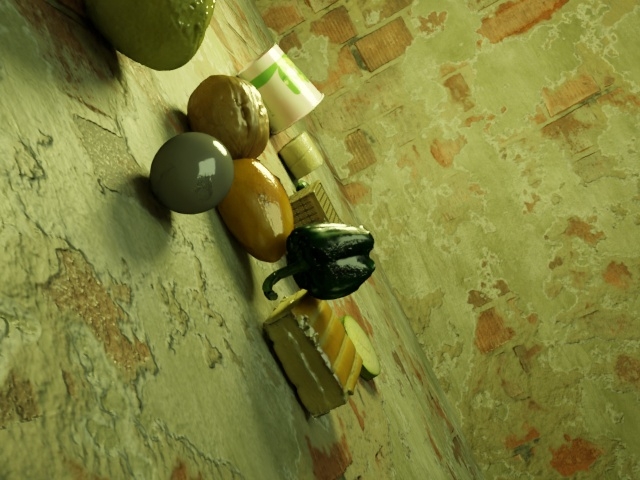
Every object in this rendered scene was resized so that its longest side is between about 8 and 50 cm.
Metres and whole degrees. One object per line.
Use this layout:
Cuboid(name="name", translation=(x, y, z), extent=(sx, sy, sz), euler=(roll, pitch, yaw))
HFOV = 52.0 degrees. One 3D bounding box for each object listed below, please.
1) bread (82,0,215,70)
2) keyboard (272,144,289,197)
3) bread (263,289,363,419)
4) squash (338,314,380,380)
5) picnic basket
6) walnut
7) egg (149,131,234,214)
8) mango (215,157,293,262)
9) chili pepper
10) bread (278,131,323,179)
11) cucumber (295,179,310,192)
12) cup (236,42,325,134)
Cuboid(name="bread", translation=(-0.320, -0.501, 1.308), extent=(0.237, 0.320, 0.320), euler=(26, 31, -32))
Cuboid(name="keyboard", translation=(-0.113, -0.142, 2.150), extent=(0.103, 0.041, 0.381), euler=(23, 47, -75))
Cuboid(name="bread", translation=(-0.017, 0.235, 1.451), extent=(0.239, 0.111, 0.246), euler=(58, 14, -6))
Cuboid(name="squash", translation=(0.114, 0.333, 2.051), extent=(0.219, 0.041, 0.219), euler=(54, 15, -21))
Cuboid(name="picnic basket", translation=(0.000, 0.000, 1.932), extent=(0.313, 0.175, 0.228), euler=(61, 10, -9))
Cuboid(name="walnut", translation=(-0.222, -0.286, 1.581), extent=(0.195, 0.195, 0.221), euler=(20, 51, -75))
Cuboid(name="egg", translation=(-0.234, -0.121, 1.193), extent=(0.146, 0.146, 0.198), euler=(61, 19, -10))
Cuboid(name="mango", translation=(-0.143, -0.062, 1.516), extent=(0.257, 0.138, 0.187), euler=(60, 21, 16))
Cuboid(name="chili pepper", translation=(-0.011, 0.047, 1.420), extent=(0.174, 0.261, 0.165), euler=(41, -46, 48))
Cuboid(name="bread", translation=(-0.075, -0.320, 2.480), extent=(0.141, 0.134, 0.148), euler=(56, 0, -10))
Cuboid(name="cucumber", translation=(-0.021, -0.126, 2.431), extent=(0.241, 0.074, 0.074), euler=(54, 14, -34))
Cuboid(name="cup", translation=(-0.160, -0.572, 2.463), extent=(0.274, 0.253, 0.253), euler=(51, 14, -18))
